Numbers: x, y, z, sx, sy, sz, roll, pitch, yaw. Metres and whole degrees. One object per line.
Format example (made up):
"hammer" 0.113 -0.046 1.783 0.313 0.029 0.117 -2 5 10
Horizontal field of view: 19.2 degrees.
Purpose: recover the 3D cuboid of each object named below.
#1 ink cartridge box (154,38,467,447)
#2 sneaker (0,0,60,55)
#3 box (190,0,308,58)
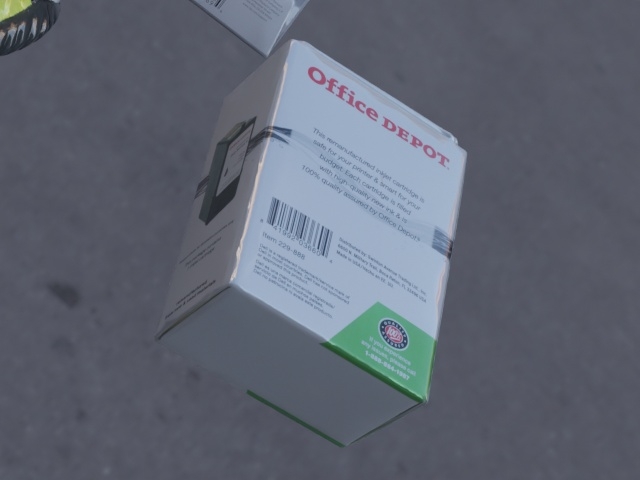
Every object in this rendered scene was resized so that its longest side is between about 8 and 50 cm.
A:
"ink cartridge box" 0.000 0.000 1.653 0.211 0.121 0.289 32 47 -21
"sneaker" -0.247 -0.245 1.430 0.145 0.147 0.384 7 29 14
"box" -0.028 -0.205 0.912 0.145 0.186 0.038 36 4 -9
